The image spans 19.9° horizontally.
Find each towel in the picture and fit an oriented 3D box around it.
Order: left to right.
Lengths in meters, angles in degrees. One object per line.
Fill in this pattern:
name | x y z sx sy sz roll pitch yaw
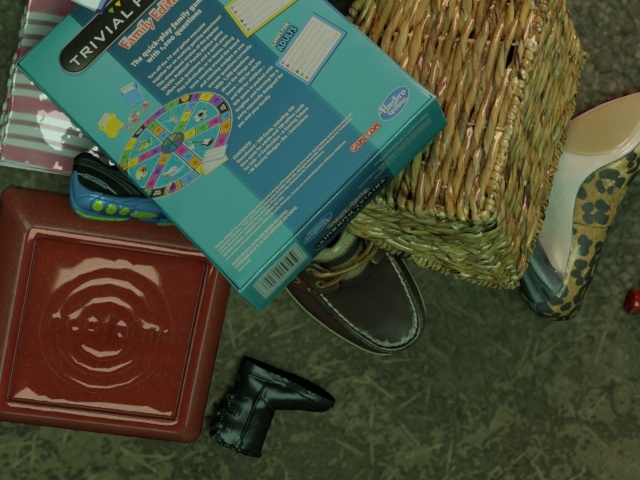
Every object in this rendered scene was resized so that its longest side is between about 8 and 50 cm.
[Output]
towel | -0.243 -0.159 1.851 0.144 0.029 0.197 10 104 -16

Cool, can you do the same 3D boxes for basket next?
basket | 0.127 -0.127 1.849 0.213 0.223 0.299 11 75 19

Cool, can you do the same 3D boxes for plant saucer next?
plant saucer | -0.226 0.089 1.921 0.258 0.048 0.259 8 104 -15

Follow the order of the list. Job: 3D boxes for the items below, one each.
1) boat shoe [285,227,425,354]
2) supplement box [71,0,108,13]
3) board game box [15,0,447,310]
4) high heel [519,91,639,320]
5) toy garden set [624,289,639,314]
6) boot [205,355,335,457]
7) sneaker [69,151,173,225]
boat shoe | 0.000 0.000 1.903 0.123 0.123 0.342 -36 111 0
supplement box | -0.242 -0.299 1.708 0.114 0.220 0.111 23 99 -17
board game box | -0.087 -0.139 1.740 0.254 0.079 0.336 -45 69 -3
high heel | 0.306 -0.038 2.004 0.261 0.093 0.186 -44 136 -12
toy garden set | 0.470 0.013 2.053 0.203 0.049 0.244 13 103 -16
boot | -0.056 0.190 1.990 0.121 0.045 0.099 23 98 -11
sneaker | -0.173 -0.057 1.853 0.188 0.067 0.078 6 73 -42
